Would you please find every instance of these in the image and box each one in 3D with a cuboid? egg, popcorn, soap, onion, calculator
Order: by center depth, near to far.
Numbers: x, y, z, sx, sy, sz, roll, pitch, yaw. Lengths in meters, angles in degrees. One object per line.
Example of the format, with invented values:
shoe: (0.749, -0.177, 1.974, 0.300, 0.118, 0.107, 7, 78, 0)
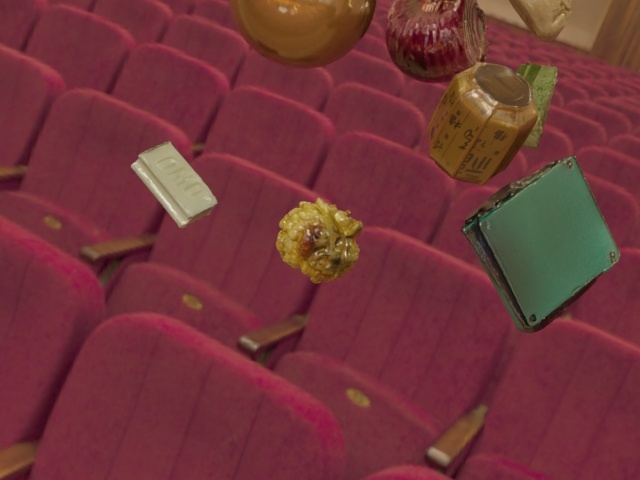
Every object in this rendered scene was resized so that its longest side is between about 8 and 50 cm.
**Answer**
calculator: (0.405, 0.003, 1.566, 0.274, 0.248, 0.058, -36, 14, -20)
egg: (-0.041, -0.513, 1.774, 0.301, 0.301, 0.374, 13, 21, -21)
soap: (-0.345, -0.134, 2.041, 0.198, 0.063, 0.114, 50, 40, 3)
onion: (0.270, -0.498, 2.068, 0.272, 0.230, 0.256, 41, -21, -25)
popcorn: (-0.001, -0.001, 2.098, 0.218, 0.189, 0.169, 38, -6, -32)

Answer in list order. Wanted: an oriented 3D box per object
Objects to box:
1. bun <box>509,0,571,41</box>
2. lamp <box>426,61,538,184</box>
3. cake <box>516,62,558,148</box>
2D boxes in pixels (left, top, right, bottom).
bun: (0.553, -0.589, 2.119, 0.193, 0.128, 0.178, 50, 12, -25)
lamp: (0.268, -0.195, 1.435, 0.161, 0.185, 0.161, 11, 47, -12)
cake: (0.489, -0.343, 2.002, 0.100, 0.235, 0.099, 13, -23, 20)
